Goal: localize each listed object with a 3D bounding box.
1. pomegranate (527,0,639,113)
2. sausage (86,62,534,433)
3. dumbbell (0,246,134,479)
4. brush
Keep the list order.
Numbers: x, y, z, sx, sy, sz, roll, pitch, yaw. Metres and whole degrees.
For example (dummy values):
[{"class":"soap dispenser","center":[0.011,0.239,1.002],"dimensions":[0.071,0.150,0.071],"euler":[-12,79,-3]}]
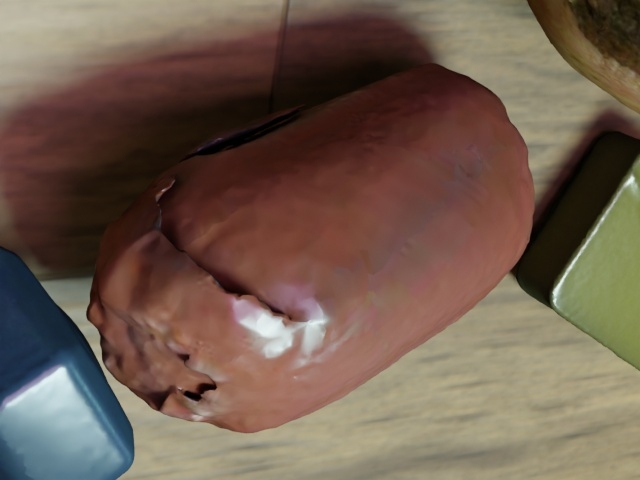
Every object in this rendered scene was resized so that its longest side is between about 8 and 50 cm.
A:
[{"class":"pomegranate","center":[0.256,-0.201,0.952],"dimensions":[0.322,0.322,0.322],"euler":[-13,120,-24]},{"class":"sausage","center":[0.000,0.000,0.964],"dimensions":[0.279,0.152,0.152],"euler":[-28,126,-36]},{"class":"dumbbell","center":[-0.256,0.138,0.905],"dimensions":[0.325,0.144,0.160],"euler":[-35,128,-10]},{"class":"brush","center":[0.223,0.021,1.175],"dimensions":[0.197,0.059,0.123],"euler":[32,92,-38]}]
